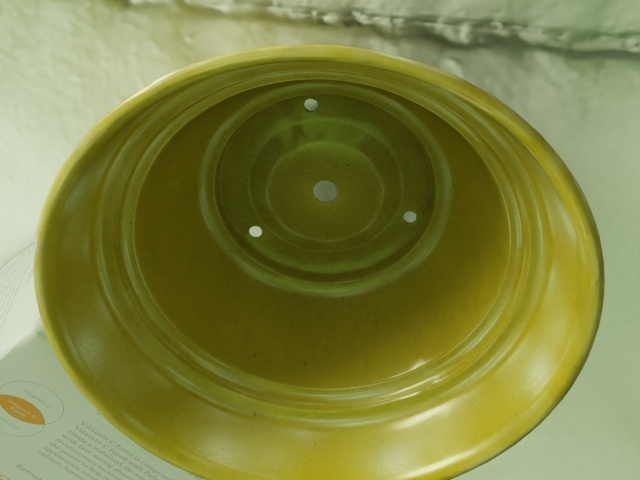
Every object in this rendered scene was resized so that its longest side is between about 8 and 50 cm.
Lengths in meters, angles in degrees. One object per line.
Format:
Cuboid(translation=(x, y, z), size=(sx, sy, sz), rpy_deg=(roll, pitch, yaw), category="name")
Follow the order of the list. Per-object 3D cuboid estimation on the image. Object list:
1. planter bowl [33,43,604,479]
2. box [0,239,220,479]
Cuboid(translation=(0.000, 0.000, 0.474), size=(0.217, 0.090, 0.217), rpy_deg=(1, 125, 2), category="planter bowl")
Cuboid(translation=(-0.125, 0.082, 0.574), size=(0.170, 0.091, 0.130), rpy_deg=(-34, 119, 32), category="box")
